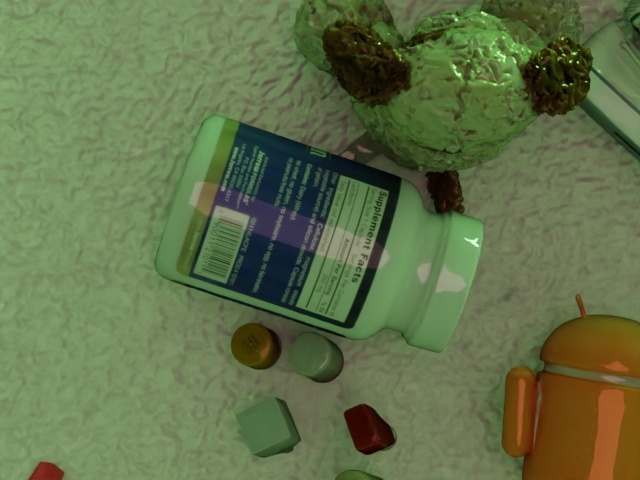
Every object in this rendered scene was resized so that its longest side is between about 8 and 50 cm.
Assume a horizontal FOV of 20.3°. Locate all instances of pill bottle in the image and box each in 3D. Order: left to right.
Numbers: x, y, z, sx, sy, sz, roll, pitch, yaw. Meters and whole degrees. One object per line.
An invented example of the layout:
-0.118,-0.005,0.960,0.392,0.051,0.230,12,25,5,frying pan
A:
0.000,0.000,1.573,0.265,0.153,0.153,19,87,-4,pill bottle

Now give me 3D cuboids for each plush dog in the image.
0.110,-0.128,1.544,0.262,0.225,0.210,-1,89,-2,plush dog

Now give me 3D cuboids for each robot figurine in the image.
0.252,0.162,1.603,0.158,0.128,0.219,8,88,23,robot figurine

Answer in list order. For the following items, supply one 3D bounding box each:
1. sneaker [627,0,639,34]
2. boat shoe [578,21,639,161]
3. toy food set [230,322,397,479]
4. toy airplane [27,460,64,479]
0.360,-0.160,1.592,0.094,0.235,0.153,-37,111,8,sneaker
0.334,-0.094,1.632,0.258,0.095,0.084,43,90,-3,boat shoe
0.004,0.179,1.614,0.111,0.104,0.232,-27,72,8,toy food set
-0.250,0.281,1.607,0.151,0.028,0.151,0,87,-5,toy airplane
